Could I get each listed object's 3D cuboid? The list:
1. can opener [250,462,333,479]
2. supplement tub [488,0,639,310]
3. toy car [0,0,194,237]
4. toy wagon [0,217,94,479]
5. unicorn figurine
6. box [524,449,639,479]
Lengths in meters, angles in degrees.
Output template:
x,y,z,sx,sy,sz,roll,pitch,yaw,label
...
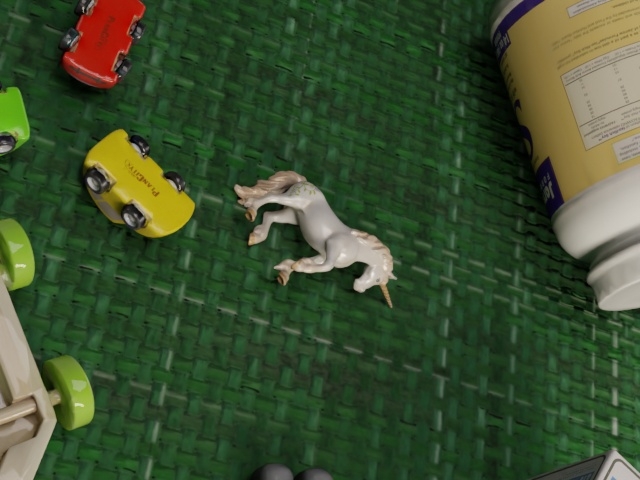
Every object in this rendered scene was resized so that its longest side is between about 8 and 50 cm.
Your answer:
x,y,z,sx,sy,sz,roll,pitch,yaw,label
-0.017,0.307,0.922,0.074,0.093,0.280,13,58,-23,can opener
0.324,-0.118,1.207,0.241,0.241,0.331,-5,71,-31,supplement tub
-0.234,-0.100,0.999,0.225,0.053,0.239,-7,71,-31,toy car
-0.330,0.060,0.865,0.267,0.068,0.344,-18,77,-34,toy wagon
0.000,0.000,1.081,0.111,0.060,0.162,-24,82,-34,unicorn figurine
0.157,0.315,0.963,0.087,0.169,0.290,44,55,-6,box
